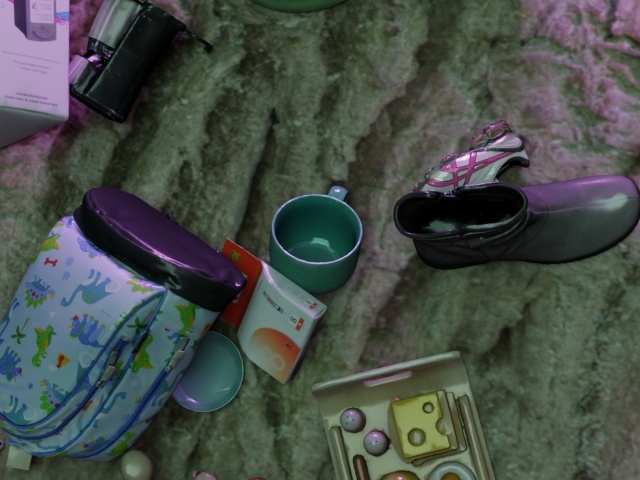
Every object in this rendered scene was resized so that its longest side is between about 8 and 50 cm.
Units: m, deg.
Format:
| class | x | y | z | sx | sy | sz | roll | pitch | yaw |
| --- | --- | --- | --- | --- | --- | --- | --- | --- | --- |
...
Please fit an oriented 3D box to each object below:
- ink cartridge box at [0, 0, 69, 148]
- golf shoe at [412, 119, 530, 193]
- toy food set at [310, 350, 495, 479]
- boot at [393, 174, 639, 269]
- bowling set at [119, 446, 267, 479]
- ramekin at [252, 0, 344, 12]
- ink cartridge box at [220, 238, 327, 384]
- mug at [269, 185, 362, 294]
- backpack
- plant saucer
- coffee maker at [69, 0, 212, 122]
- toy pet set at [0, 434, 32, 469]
| class | x | y | z | sx | sy | sz | roll | pitch | yaw |
| --- | --- | --- | --- | --- | --- | --- | --- | --- | --- |
| ink cartridge box | -0.478 | -0.310 | 1.896 | 0.226 | 0.131 | 0.306 | -14 | 75 | 50 |
| golf shoe | 0.214 | -0.091 | 1.829 | 0.186 | 0.067 | 0.086 | -36 | 78 | 1 |
| toy food set | 0.126 | 0.323 | 1.758 | 0.220 | 0.092 | 0.306 | -15 | 79 | 7 |
| boot | 0.278 | -0.031 | 1.728 | 0.338 | 0.223 | 0.118 | -15 | 78 | 7 |
| bowling set | -0.157 | 0.408 | 1.783 | 0.200 | 0.154 | 0.287 | -14 | 76 | -12 |
| ramekin | -0.038 | -0.509 | 1.901 | 0.303 | 0.148 | 0.303 | -2 | 80 | 9 |
| ink cartridge box | -0.091 | 0.102 | 1.814 | 0.179 | 0.045 | 0.145 | 33 | 130 | 11 |
| mug | 0.002 | 0.007 | 1.826 | 0.158 | 0.097 | 0.129 | -26 | 58 | -26 |
| backpack | -0.316 | 0.138 | 1.786 | 0.290 | 0.273 | 0.355 | 36 | 111 | 32 |
| plant saucer | -0.169 | 0.192 | 1.865 | 0.119 | 0.021 | 0.119 | -1 | 81 | 9 |
| coffee maker | -0.286 | -0.268 | 1.915 | 0.171 | 0.120 | 0.178 | 28 | 86 | 12 |
| toy pet set | -0.469 | 0.293 | 1.850 | 0.114 | 0.122 | 0.065 | 11 | 89 | -8 |
